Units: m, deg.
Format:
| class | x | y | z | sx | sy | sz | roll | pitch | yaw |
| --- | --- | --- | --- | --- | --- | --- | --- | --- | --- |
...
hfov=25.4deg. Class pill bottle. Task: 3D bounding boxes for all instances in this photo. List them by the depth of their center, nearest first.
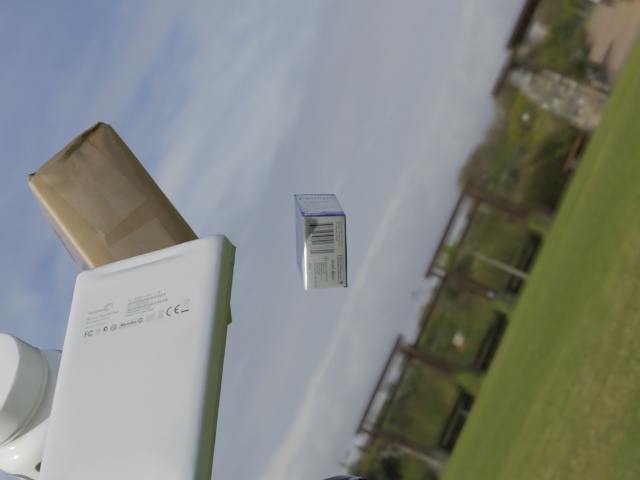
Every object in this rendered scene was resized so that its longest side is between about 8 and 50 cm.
| class | x | y | z | sx | sy | sz | roll | pitch | yaw |
| --- | --- | --- | --- | --- | --- | --- | --- | --- | --- |
| pill bottle | -0.311 | 0.233 | 1.757 | 0.283 | 0.161 | 0.161 | 38 | -109 | -38 |

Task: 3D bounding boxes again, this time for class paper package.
| class | x | y | z | sx | sy | sz | roll | pitch | yaw |
| --- | --- | --- | --- | --- | --- | --- | --- | --- | --- |
| paper package | -0.304 | 0.020 | 2.319 | 0.168 | 0.325 | 0.309 | -36 | -14 | -12 |

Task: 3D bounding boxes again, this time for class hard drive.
| class | x | y | z | sx | sy | sz | roll | pitch | yaw |
| --- | --- | --- | --- | --- | --- | --- | --- | --- | --- |
| hard drive | -0.198 | 0.147 | 1.543 | 0.040 | 0.203 | 0.308 | 50 | -146 | -45 |

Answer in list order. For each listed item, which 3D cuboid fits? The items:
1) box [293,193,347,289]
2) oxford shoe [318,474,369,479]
| class | x | y | z | sx | sy | sz | roll | pitch | yaw |
| --- | --- | --- | --- | --- | --- | --- | --- | --- | --- |
| box | 0.000 | 0.000 | 2.302 | 0.137 | 0.072 | 0.126 | -114 | 21 | -71 |
| oxford shoe | -0.022 | 0.469 | 2.471 | 0.096 | 0.227 | 0.083 | 10 | 112 | 62 |
